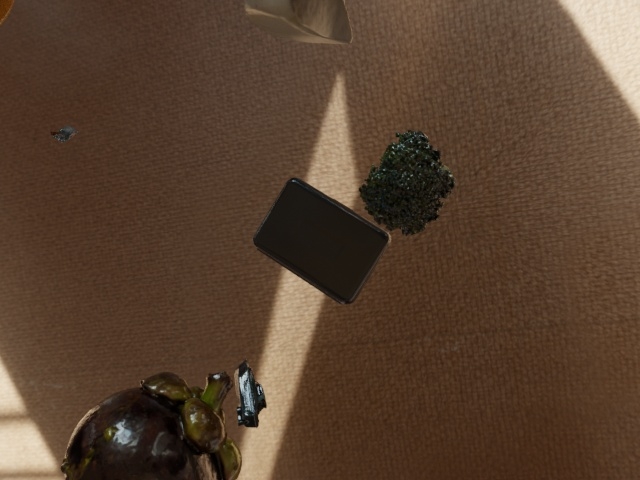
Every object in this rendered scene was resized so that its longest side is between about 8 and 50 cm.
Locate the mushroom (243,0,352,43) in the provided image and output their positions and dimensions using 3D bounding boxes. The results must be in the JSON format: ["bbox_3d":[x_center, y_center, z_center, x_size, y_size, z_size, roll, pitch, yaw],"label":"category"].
[{"bbox_3d":[-0.030,-0.481,0.744,0.126,0.177,0.397,7,101,37],"label":"mushroom"}]

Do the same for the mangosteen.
[{"bbox_3d":[-0.182,0.246,0.653,0.217,0.192,0.192,-42,83,-8],"label":"mangosteen"}]

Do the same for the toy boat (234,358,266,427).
[{"bbox_3d":[-0.142,0.295,1.088,0.060,0.055,0.141,-9,46,-9],"label":"toy boat"}]

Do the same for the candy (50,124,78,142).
[{"bbox_3d":[-0.422,-0.176,0.906,0.030,0.083,0.020,27,105,-19],"label":"candy"}]

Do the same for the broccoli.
[{"bbox_3d":[0.133,-0.097,0.866,0.154,0.160,0.167,-26,130,26],"label":"broccoli"}]

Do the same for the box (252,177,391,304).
[{"bbox_3d":[0.000,0.000,1.029,0.230,0.050,0.160,32,92,15],"label":"box"}]

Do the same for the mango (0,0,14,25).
[{"bbox_3d":[-0.527,-0.424,0.789,0.138,0.187,0.257,46,122,30],"label":"mango"}]
